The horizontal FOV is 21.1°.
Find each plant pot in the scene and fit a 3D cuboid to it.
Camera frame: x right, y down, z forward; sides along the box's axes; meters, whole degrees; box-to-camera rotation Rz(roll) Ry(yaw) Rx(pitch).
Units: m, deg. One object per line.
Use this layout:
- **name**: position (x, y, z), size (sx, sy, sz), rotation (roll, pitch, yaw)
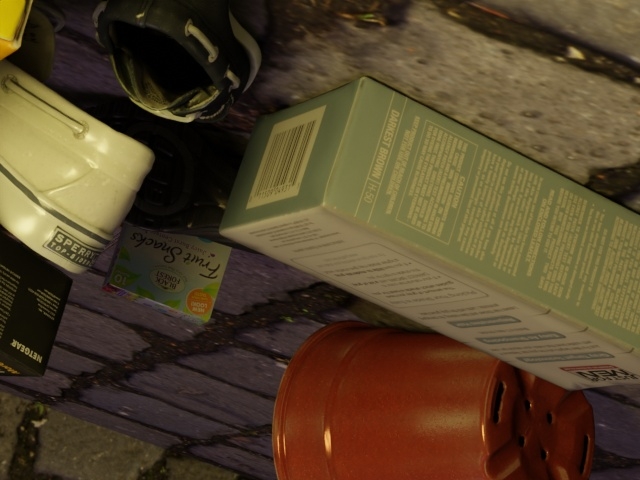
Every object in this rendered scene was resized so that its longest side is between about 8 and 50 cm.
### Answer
- **plant pot**: position (0.135, 0.211, 1.872), size (0.265, 0.272, 0.272), rotation (-9, 151, 42)

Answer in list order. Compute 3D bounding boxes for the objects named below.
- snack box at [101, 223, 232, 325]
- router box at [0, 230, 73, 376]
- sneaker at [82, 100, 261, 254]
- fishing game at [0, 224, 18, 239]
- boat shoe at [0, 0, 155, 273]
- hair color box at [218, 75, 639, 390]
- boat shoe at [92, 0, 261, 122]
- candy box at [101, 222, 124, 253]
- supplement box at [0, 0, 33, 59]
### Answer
- **snack box**: position (-0.131, -0.004, 1.591), size (0.100, 0.141, 0.037), rotation (22, 163, -14)
- **router box**: position (-0.359, -0.002, 1.162), size (0.243, 0.081, 0.309), rotation (-2, 153, 35)
- **sneaker**: position (-0.098, -0.037, 1.527), size (0.286, 0.109, 0.130), rotation (20, 171, -2)
- **fishing game**: position (-0.320, -0.022, 1.861), size (0.189, 0.041, 0.264), rotation (15, -178, 5)
- **boat shoe**: position (-0.245, -0.140, 1.282), size (0.367, 0.156, 0.136), rotation (42, -175, 36)
- **hair color box**: position (0.129, 0.007, 1.408), size (0.374, 0.113, 0.185), rotation (25, 163, -24)
- **boat shoe**: position (-0.108, -0.135, 1.211), size (0.114, 0.091, 0.302), rotation (14, 164, 8)
- **candy box**: position (-0.254, -0.065, 1.584), size (0.109, 0.053, 0.186), rotation (57, -178, 27)
- **supplement box**: position (-0.283, -0.198, 0.995), size (0.195, 0.194, 0.356), rotation (24, 163, -23)
